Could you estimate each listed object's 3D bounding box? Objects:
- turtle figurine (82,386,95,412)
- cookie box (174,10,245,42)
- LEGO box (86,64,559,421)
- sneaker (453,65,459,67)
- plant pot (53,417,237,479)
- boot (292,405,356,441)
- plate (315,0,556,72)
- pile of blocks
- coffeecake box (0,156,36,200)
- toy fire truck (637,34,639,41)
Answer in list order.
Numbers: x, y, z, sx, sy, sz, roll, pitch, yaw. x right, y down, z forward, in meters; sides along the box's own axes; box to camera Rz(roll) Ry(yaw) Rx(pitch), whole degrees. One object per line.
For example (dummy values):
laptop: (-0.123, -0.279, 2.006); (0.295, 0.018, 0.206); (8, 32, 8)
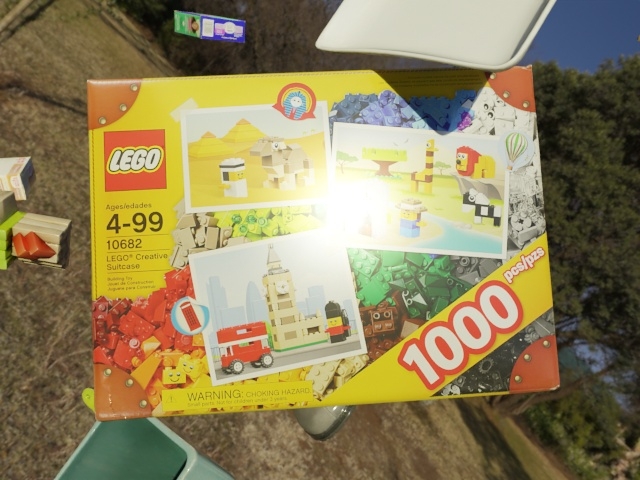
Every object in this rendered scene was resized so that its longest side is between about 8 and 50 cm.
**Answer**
turtle figurine: (-0.375, 0.275, 1.036); (0.087, 0.269, 0.217); (56, 13, 14)
cookie box: (-0.205, -0.394, 0.904); (0.091, 0.040, 0.107); (-12, 30, -39)
LEGO box: (0.000, 0.000, 0.621); (0.193, 0.499, 0.373); (122, -36, -85)
sneaker: (0.400, -0.513, 1.264); (0.087, 0.083, 0.221); (26, -44, 47)
plant pot: (-0.283, 0.463, 0.854); (0.247, 0.247, 0.252); (15, -27, 40)
boot: (-0.082, 0.199, 0.855); (0.222, 0.118, 0.338); (44, -10, -19)
plate: (0.159, -0.295, 0.527); (0.278, 0.277, 0.045); (30, -6, 45)
pile of blocks: (-0.638, -0.039, 0.888); (0.362, 0.149, 0.113); (35, 19, -19)
coffeecake box: (-0.809, -0.146, 1.187); (0.142, 0.185, 0.068); (-124, -148, -58)
toy fire truck: (0.743, -0.590, 1.094); (0.158, 0.216, 0.247); (-174, -102, -77)
